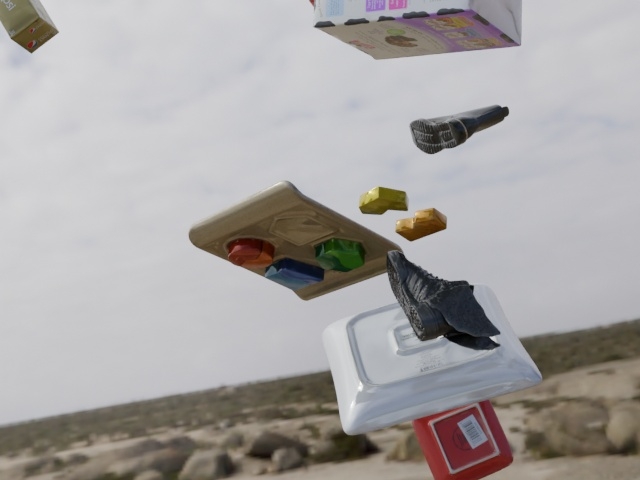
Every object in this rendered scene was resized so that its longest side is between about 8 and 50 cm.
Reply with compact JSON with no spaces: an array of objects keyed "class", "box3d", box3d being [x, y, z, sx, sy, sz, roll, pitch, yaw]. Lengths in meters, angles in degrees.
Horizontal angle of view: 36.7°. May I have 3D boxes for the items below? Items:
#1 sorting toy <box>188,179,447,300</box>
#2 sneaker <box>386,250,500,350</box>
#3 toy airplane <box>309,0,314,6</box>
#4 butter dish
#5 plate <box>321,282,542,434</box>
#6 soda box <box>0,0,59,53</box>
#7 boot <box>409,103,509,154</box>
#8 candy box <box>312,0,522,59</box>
[{"class":"sorting toy","box3d":[0.000,0.000,1.284,0.307,0.041,0.229,-22,-40,40]},{"class":"sneaker","box3d":[0.145,0.069,1.163,0.089,0.170,0.051,-13,-46,-10]},{"class":"toy airplane","box3d":[0.162,-0.549,1.925,0.385,0.272,0.386,-11,32,4]},{"class":"butter dish","box3d":[0.261,0.382,1.838,0.160,0.160,0.118,-20,-15,-11]},{"class":"plate","box3d":[0.146,0.152,1.393,0.278,0.045,0.278,-15,27,0]},{"class":"soda box","box3d":[-0.479,-0.380,1.487,0.058,0.181,0.061,-36,-17,6]},{"class":"boot","box3d":[0.282,-0.234,1.978,0.137,0.076,0.198,-25,19,-20]},{"class":"candy box","box3d":[0.116,-0.270,1.131,0.196,0.070,0.165,1,-3,30]}]
